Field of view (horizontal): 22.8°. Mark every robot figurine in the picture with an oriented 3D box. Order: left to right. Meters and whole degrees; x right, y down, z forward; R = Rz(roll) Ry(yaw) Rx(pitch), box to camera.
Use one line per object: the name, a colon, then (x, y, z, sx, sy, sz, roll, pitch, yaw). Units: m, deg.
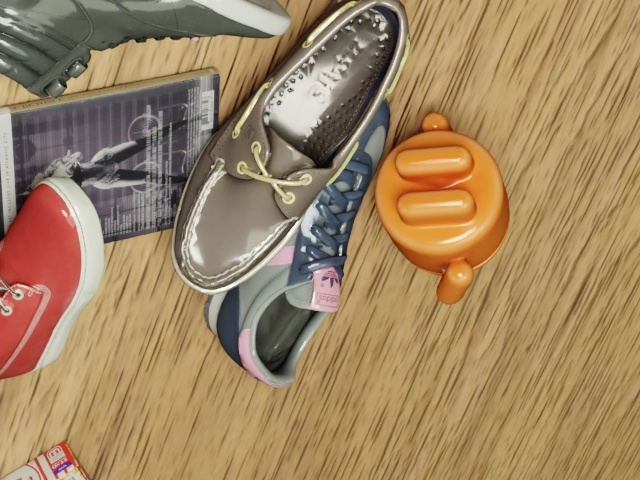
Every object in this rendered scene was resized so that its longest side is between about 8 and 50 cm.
robot figurine: (0.123, -0.032, 1.571, 0.128, 0.158, 0.219, -42, 164, 0)

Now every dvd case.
dvd case: (-0.198, -0.067, 1.453, 0.221, 0.018, 0.164, -14, 130, -24)

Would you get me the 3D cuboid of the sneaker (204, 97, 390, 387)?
sneaker: (0.000, 0.000, 1.546, 0.112, 0.131, 0.319, 8, 118, -34)

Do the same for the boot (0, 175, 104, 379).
boot: (-0.292, 0.056, 1.380, 0.176, 0.088, 0.244, -23, 151, -41)

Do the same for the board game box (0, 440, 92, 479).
board game box: (-0.286, 0.317, 1.666, 0.147, 0.045, 0.193, -31, 133, -9)

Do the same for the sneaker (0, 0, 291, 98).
sneaker: (-0.175, -0.185, 1.327, 0.296, 0.104, 0.147, 13, 117, -31)

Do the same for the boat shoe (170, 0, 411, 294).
boat shoe: (-0.028, -0.089, 1.438, 0.116, 0.097, 0.324, 37, 90, -6)
